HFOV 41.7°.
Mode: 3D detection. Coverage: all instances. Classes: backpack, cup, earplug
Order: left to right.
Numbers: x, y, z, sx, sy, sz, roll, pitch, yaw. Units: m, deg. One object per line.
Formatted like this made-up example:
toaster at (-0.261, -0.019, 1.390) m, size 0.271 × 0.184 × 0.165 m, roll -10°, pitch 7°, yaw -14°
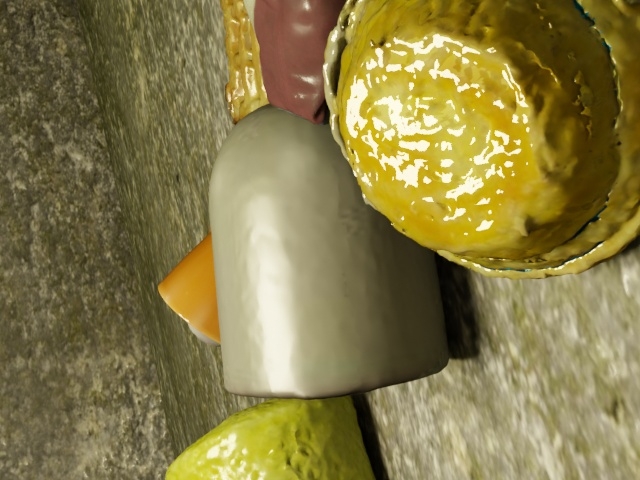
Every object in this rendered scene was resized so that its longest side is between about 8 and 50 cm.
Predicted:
cup at (-0.128, 0.049, 1.423) m, size 0.182 × 0.226 × 0.264 m, roll 39°, pitch 95°, yaw 19°
earplug at (0.000, 0.000, 1.162) m, size 0.312 × 0.312 × 0.394 m, roll 174°, pitch 89°, yaw -66°
backpack at (0.050, -0.323, 0.983) m, size 0.197 × 0.317 × 0.283 m, roll 31°, pitch 150°, yaw 30°

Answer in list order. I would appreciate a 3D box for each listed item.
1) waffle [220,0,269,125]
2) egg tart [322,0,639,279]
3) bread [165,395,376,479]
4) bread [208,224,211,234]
waffle at (-0.100, -0.364, 1.562) m, size 0.348 × 0.077 × 0.304 m, roll -164°, pitch 67°, yaw -64°
egg tart at (0.152, -0.117, 0.803) m, size 0.387 × 0.169 × 0.388 m, roll 19°, pitch 126°, yaw 28°
bread at (-0.054, 0.436, 1.422) m, size 0.308 × 0.348 × 0.348 m, roll 60°, pitch 150°, yaw 19°
bread at (-0.169, 0.030, 1.809) m, size 0.210 × 0.099 × 0.235 m, roll 110°, pitch 146°, yaw -52°
